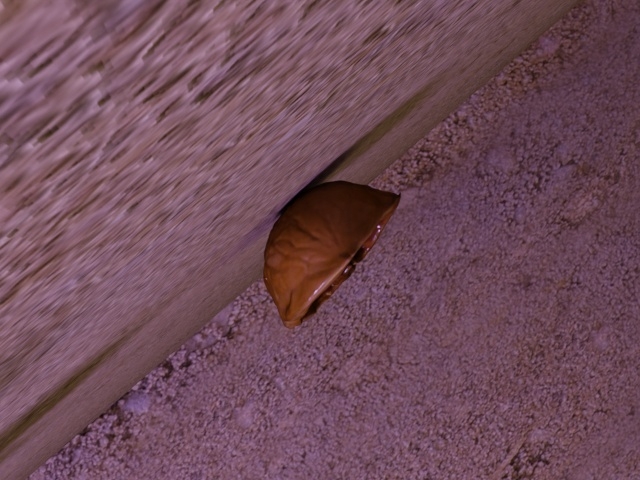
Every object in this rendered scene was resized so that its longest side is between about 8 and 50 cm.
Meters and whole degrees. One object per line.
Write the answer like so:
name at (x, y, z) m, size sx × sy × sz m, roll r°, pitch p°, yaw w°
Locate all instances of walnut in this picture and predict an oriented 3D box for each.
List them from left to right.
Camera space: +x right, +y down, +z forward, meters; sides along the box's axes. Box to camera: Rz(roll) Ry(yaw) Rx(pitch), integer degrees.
walnut at (-0.002, -0.002, 1.007) m, size 0.167 × 0.087 × 0.211 m, roll -47°, pitch 175°, yaw -6°
